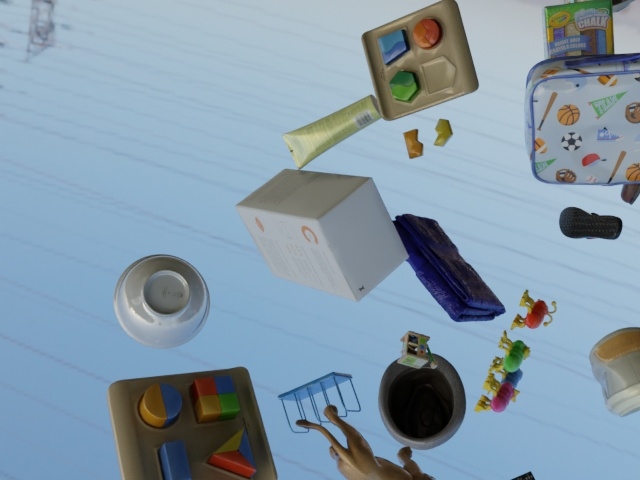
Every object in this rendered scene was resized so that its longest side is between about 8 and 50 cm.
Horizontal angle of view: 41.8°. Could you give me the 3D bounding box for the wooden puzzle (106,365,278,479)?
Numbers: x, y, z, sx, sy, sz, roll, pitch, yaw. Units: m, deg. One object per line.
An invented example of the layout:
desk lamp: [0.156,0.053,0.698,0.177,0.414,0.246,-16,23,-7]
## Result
wooden puzzle: [-0.293,0.444,1.934,0.347,0.080,0.322,-5,-122,-25]

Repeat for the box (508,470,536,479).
box: [0.352,0.456,1.495,0.062,0.083,0.052,-19,-119,-12]

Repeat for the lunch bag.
lunch bag: [0.521,-0.224,1.502,0.303,0.243,0.115,-2,-151,12]

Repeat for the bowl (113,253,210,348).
bowl: [-0.470,0.170,2.523,0.297,0.298,0.134,9,163,-13]

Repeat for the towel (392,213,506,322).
towel: [0.307,0.061,2.032,0.227,0.076,0.308,3,-136,-49]

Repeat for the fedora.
fedora: [0.290,0.464,2.342,0.243,0.124,0.276,-17,-126,7]

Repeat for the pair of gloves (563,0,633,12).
pair of gloves: [0.606,-0.613,1.850,0.204,0.240,0.042,-13,-166,43]

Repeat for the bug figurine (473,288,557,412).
bug figurine: [0.407,0.252,1.757,0.072,0.279,0.216,24,-142,20]

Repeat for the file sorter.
file sorter: [0.000,0.419,2.157,0.118,0.170,0.105,26,-138,-62]

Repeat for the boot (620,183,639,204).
boot: [0.634,-0.230,1.971,0.280,0.264,0.096,9,-169,15]

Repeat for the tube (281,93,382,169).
tube: [0.029,-0.260,1.951,0.062,0.240,0.070,43,-153,-47]

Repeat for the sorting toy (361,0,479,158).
sorting toy: [0.224,-0.347,1.833,0.229,0.307,0.041,-16,177,26]

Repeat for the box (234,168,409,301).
box: [-0.004,-0.022,1.877,0.168,0.215,0.345,-39,-153,-24]

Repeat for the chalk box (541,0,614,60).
chalk box: [0.525,-0.425,1.717,0.132,0.213,0.132,-3,-168,12]

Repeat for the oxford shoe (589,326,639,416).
oxford shoe: [0.532,0.213,1.395,0.449,0.169,0.130,26,-141,-65]

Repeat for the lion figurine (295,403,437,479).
lion figurine: [0.137,0.500,1.787,0.392,0.142,0.240,24,-172,-17]

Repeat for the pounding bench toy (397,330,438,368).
pounding bench toy: [0.218,0.238,1.823,0.083,0.052,0.065,17,-122,-11]

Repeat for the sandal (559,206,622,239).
sandal: [0.569,-0.030,1.758,0.040,0.067,0.179,9,-175,-28]
